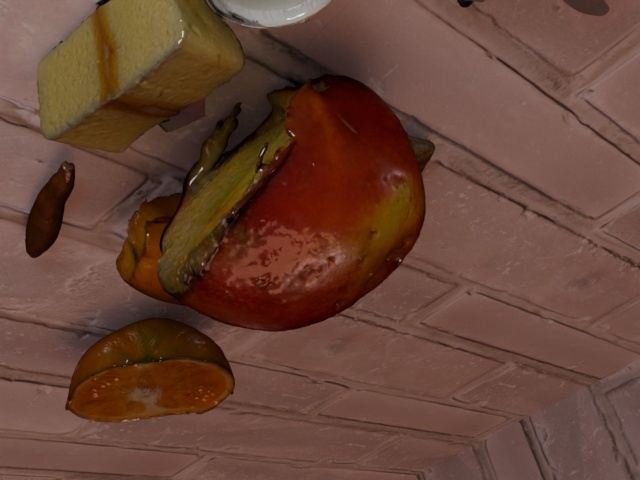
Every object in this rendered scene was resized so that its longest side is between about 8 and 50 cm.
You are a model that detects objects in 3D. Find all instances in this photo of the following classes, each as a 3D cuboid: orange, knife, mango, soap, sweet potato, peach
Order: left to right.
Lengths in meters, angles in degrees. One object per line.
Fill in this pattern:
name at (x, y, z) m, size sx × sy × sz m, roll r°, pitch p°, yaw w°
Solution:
sweet potato at (-0.442, -0.048, 1.395) m, size 0.057 × 0.057 × 0.265 m, roll 3°, pitch 143°, yaw -28°
orange at (-0.342, 0.282, 1.777) m, size 0.310 × 0.274 × 0.274 m, roll 16°, pitch 151°, yaw 14°
soap at (-0.216, -0.229, 1.220) m, size 0.100 × 0.056 × 0.149 m, roll -23°, pitch 148°, yaw 7°
mango at (-0.196, 0.015, 1.505) m, size 0.201 × 0.199 × 0.350 m, roll -6°, pitch 176°, yaw 43°
peach at (-0.051, -0.043, 1.264) m, size 0.416 × 0.353 × 0.339 m, roll -20°, pitch -172°, yaw -17°
knife at (0.379, -0.390, 1.283) m, size 0.058 × 0.032 × 0.244 m, roll -32°, pitch 149°, yaw 18°

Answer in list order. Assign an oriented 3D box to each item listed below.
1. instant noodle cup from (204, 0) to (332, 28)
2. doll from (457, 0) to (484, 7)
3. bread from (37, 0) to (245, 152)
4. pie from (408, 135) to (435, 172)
instant noodle cup at (-0.067, -0.362, 0.965) m, size 0.230 × 0.182 × 0.230 m, roll -12°, pitch 149°, yaw -8°
doll at (0.263, -0.400, 1.109) m, size 0.258 × 0.153 × 0.195 m, roll -1°, pitch 165°, yaw 28°
bread at (-0.242, -0.216, 1.104) m, size 0.266 × 0.142 × 0.178 m, roll -30°, pitch 121°, yaw 29°
pie at (0.117, -0.123, 1.522) m, size 0.193 × 0.079 × 0.163 m, roll -34°, pitch 152°, yaw 26°
